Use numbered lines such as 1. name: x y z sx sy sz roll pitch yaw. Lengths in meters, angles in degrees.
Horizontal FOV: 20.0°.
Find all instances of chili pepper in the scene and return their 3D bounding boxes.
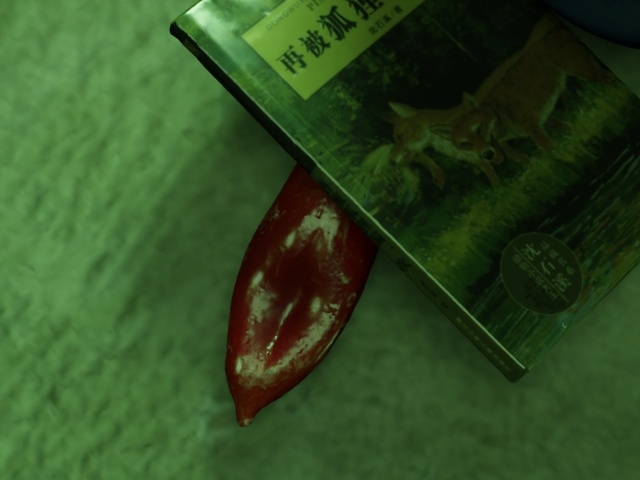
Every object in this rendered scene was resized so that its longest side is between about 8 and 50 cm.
1. chili pepper: -0.001 0.000 0.861 0.059 0.050 0.191 24 81 1

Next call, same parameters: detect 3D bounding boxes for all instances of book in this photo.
1. book: 0.061 -0.062 0.857 0.228 0.024 0.160 46 60 6

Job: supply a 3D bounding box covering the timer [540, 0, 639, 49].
1. timer: 0.249 -0.280 0.839 0.383 0.270 0.270 -28 82 -21
